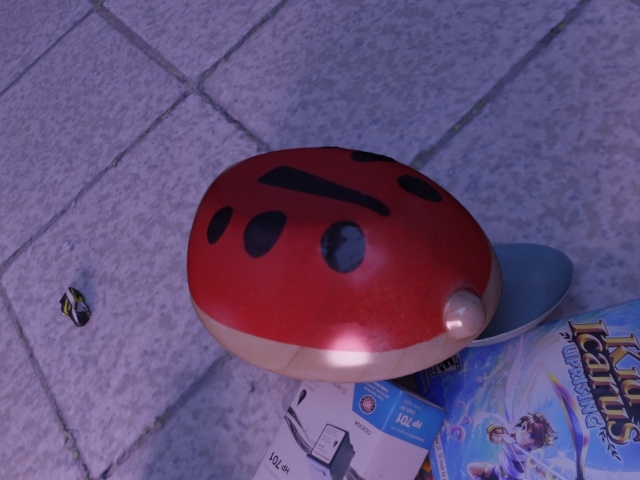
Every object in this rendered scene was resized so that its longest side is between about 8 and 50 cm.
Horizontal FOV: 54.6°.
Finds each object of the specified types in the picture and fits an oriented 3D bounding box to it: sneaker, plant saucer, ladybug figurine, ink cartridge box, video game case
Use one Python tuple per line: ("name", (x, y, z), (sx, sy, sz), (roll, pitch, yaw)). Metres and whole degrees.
("sneaker", (-0.393, 0.112, 0.988), (0.035, 0.031, 0.083), (-47, 47, 11))
("plant saucer", (0.184, 0.067, 0.685), (0.195, 0.037, 0.195), (-22, 20, 8))
("ladybug figurine", (0.000, 0.000, 0.702), (0.305, 0.162, 0.449), (-37, 32, -27))
("ink cartridge box", (0.022, 0.224, 0.645), (0.139, 0.082, 0.191), (20, 79, 53))
("video game case", (0.232, 0.214, 0.599), (0.244, 0.061, 0.270), (-17, 56, 15))

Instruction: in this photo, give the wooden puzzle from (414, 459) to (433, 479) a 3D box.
("wooden puzzle", (0.086, 0.262, 0.669), (0.083, 0.006, 0.049), (-40, 47, 7))
